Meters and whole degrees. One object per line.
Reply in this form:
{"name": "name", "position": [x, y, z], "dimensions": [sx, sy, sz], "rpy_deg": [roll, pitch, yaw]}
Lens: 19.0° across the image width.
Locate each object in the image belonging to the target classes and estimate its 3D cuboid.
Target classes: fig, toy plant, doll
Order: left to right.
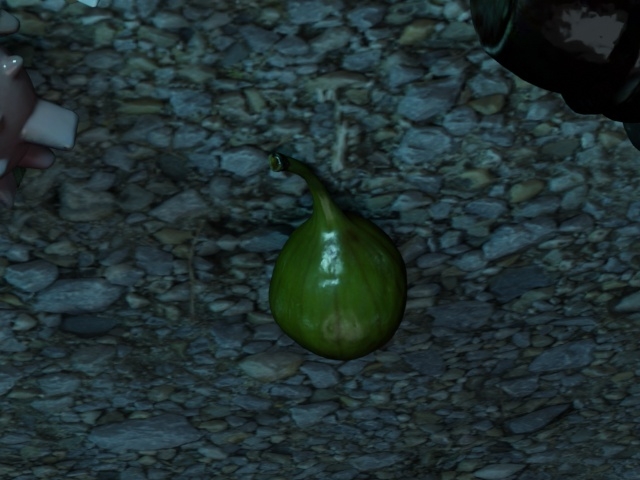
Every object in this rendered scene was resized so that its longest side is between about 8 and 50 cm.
{"name": "doll", "position": [-0.274, -0.094, 1.318], "dimensions": [0.211, 0.093, 0.262], "rpy_deg": [16, 146, -24]}
{"name": "fig", "position": [0.000, 0.000, 1.625], "dimensions": [0.124, 0.124, 0.236], "rpy_deg": [-11, 131, 10]}
{"name": "toy plant", "position": [0.220, -0.161, 1.217], "dimensions": [0.235, 0.175, 0.218], "rpy_deg": [6, -165, -12]}

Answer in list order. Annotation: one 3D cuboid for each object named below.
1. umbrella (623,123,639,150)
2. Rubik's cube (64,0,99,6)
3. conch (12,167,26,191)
{"name": "umbrella", "position": [0.368, -0.141, 1.392], "dimensions": [0.326, 0.094, 0.090], "rpy_deg": [-19, 153, 27]}
{"name": "Rubik's cube", "position": [-0.149, -0.188, 1.167], "dimensions": [0.075, 0.084, 0.073], "rpy_deg": [-32, 154, 13]}
{"name": "conch", "position": [-0.267, -0.057, 1.449], "dimensions": [0.085, 0.056, 0.076], "rpy_deg": [15, -169, -12]}
